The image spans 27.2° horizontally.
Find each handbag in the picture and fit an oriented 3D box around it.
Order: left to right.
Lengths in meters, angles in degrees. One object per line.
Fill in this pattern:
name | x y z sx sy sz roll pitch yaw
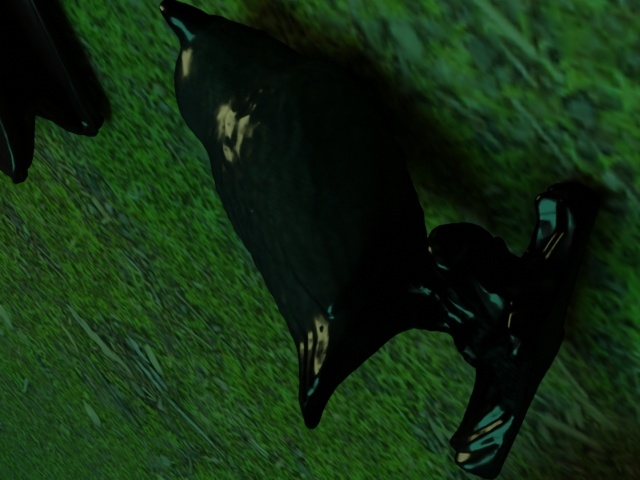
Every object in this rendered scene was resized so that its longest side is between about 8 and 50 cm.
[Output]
handbag | -0.232 -0.145 0.743 0.203 0.074 0.216 26 148 42

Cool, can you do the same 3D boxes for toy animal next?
toy animal | -0.004 0.000 0.510 0.210 0.117 0.121 36 161 22
